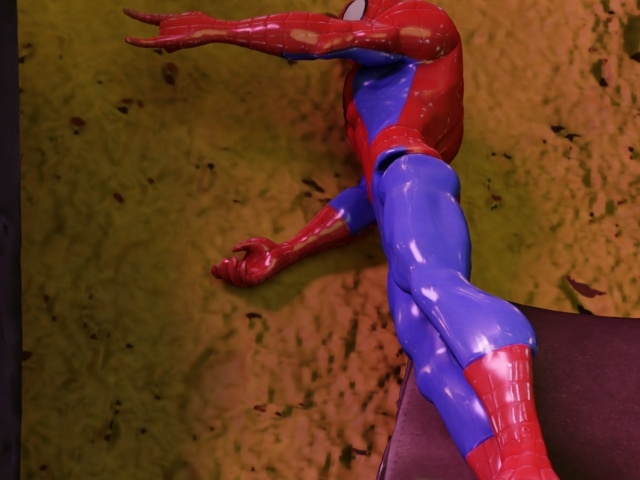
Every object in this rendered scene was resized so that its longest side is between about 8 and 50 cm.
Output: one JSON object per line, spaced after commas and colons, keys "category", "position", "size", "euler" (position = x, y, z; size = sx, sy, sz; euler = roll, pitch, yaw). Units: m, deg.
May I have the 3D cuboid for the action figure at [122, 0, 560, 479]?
{"category": "action figure", "position": [0.000, 0.000, 0.492], "size": [0.139, 0.091, 0.280], "euler": [-4, 45, 1]}

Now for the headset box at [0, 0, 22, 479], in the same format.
{"category": "headset box", "position": [-0.228, -0.009, 0.355], "size": [0.283, 0.131, 0.246], "euler": [21, 58, -50]}

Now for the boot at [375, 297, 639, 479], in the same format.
{"category": "boot", "position": [0.142, 0.047, 0.528], "size": [0.207, 0.090, 0.248], "euler": [20, 56, 3]}
